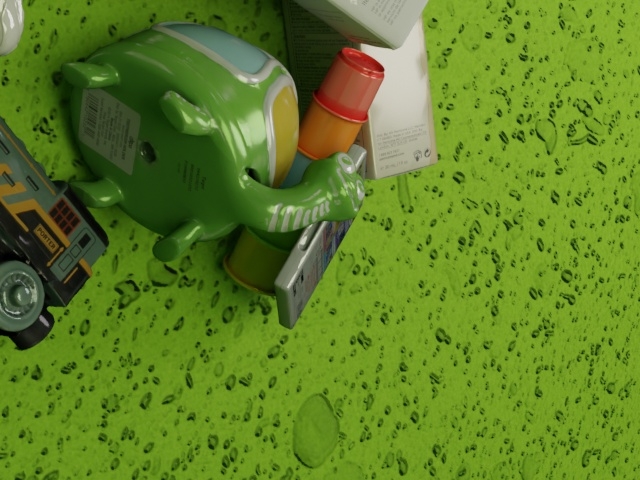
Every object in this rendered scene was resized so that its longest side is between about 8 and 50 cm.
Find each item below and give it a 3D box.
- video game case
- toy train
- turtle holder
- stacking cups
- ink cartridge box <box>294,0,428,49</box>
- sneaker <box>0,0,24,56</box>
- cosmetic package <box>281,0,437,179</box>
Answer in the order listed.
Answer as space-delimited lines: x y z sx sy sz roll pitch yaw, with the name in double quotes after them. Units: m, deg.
0.000 0.000 1.771 0.023 0.212 0.193 28 76 8 "video game case"
-0.378 -0.040 1.588 0.334 0.142 0.190 54 54 -27 "toy train"
-0.119 -0.130 1.648 0.227 0.320 0.243 -36 120 -43 "turtle holder"
-0.020 -0.083 1.776 0.096 0.096 0.316 5 122 -37 "stacking cups"
0.003 -0.389 1.629 0.307 0.129 0.223 32 86 -28 "ink cartridge box"
-0.400 -0.289 1.536 0.232 0.090 0.115 63 33 -15 "sneaker"
0.044 -0.241 1.847 0.113 0.160 0.309 -15 106 -35 "cosmetic package"
